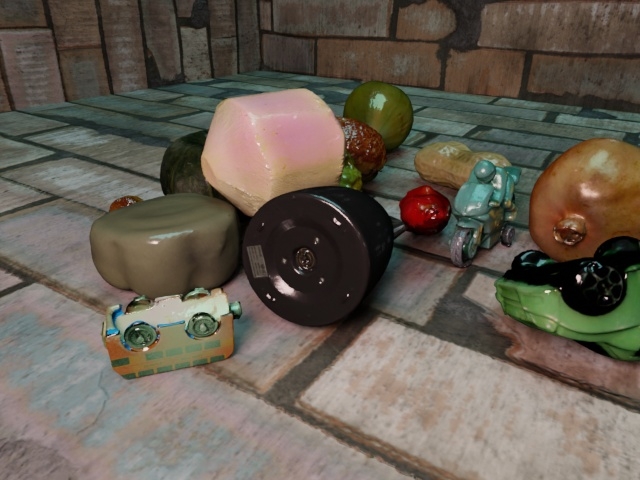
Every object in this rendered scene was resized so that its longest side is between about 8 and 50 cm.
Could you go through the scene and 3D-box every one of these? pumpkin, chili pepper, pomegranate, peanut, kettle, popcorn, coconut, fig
[{"bbox_3d":[-0.219,-0.163,1.120,0.300,0.207,0.300,-2,29,1],"label":"pumpkin"},{"bbox_3d":[0.215,-0.059,0.986,0.110,0.110,0.387,8,4,13],"label":"chili pepper"},{"bbox_3d":[0.517,-0.061,0.923,0.270,0.252,0.229,-21,54,-41],"label":"pomegranate"},{"bbox_3d":[0.385,-0.196,1.315,0.130,0.130,0.290,-19,33,-35],"label":"peanut"},{"bbox_3d":[0.000,0.000,0.846,0.269,0.207,0.290,-3,13,24],"label":"kettle"},{"bbox_3d":[0.009,-0.134,1.148,0.198,0.155,0.197,1,40,-1],"label":"popcorn"},{"bbox_3d":[-0.099,-0.158,0.903,0.245,0.233,0.233,-17,32,-22],"label":"coconut"},{"bbox_3d":[0.181,-0.396,1.601,0.240,0.239,0.271,10,40,16],"label":"fig"}]

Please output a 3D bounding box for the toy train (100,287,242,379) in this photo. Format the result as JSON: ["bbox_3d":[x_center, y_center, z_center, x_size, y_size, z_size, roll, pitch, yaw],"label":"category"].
[{"bbox_3d":[-0.202,0.127,0.674,0.188,0.099,0.072,-7,30,-18],"label":"toy train"}]

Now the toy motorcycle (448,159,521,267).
[{"bbox_3d":[0.339,-0.076,0.999,0.109,0.198,0.296,16,28,36],"label":"toy motorcycle"}]

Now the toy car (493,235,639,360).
[{"bbox_3d":[0.451,0.088,0.696,0.359,0.176,0.213,-8,1,-2],"label":"toy car"}]

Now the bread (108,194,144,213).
[{"bbox_3d":[-0.414,-0.055,1.043,0.085,0.085,0.053,4,19,6],"label":"bread"}]

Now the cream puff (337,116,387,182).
[{"bbox_3d":[0.067,-0.247,1.312,0.240,0.163,0.240,17,-12,4],"label":"cream puff"}]

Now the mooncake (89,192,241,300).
[{"bbox_3d":[-0.273,0.004,0.880,0.275,0.135,0.275,-1,23,0],"label":"mooncake"}]
